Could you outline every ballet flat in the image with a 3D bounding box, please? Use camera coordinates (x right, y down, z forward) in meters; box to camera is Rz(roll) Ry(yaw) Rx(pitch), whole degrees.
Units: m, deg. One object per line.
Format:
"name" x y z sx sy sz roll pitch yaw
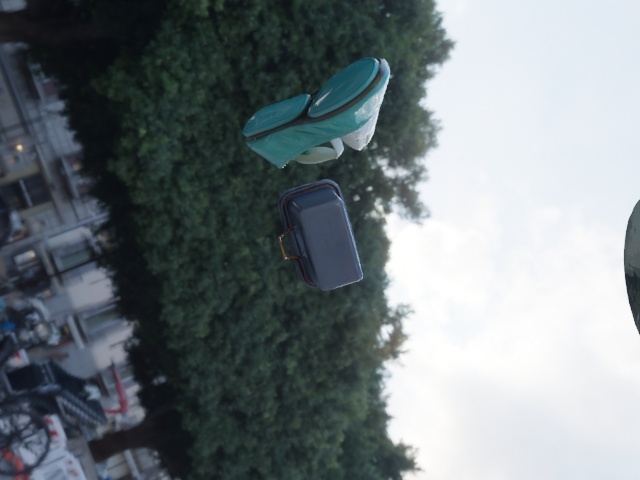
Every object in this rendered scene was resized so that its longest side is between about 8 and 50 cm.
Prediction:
"ballet flat" 0.011 -0.137 0.940 0.087 0.083 0.247 41 -32 -26

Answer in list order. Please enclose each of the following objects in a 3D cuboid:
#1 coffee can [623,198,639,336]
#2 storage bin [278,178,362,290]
"coffee can" 0.465 0.028 0.784 0.201 0.276 0.201 171 -90 -87
"storage bin" 0.000 0.000 1.030 0.091 0.098 0.135 -136 -150 -77
